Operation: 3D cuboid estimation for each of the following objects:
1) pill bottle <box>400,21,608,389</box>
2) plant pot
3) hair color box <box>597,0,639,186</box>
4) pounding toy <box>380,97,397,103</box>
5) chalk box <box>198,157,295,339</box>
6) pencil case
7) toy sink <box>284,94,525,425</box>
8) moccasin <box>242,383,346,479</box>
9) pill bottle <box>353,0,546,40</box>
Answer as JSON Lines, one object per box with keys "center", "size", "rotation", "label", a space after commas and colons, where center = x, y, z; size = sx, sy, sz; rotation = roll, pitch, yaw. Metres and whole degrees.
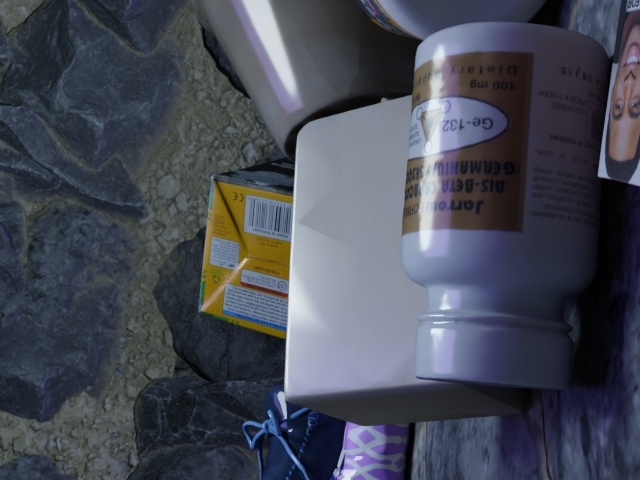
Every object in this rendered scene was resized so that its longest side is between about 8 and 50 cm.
{"center": [0.120, -0.019, 0.789], "size": [0.131, 0.131, 0.229], "rotation": [134, 141, -81], "label": "pill bottle"}
{"center": [0.013, -0.252, 1.447], "size": [0.323, 0.323, 0.280], "rotation": [109, 149, -66], "label": "plant pot"}
{"center": [0.188, -0.099, 0.633], "size": [0.072, 0.043, 0.141], "rotation": [-132, 47, -81], "label": "hair color box"}
{"center": [0.119, -0.073, 1.099], "size": [0.206, 0.094, 0.181], "rotation": [-128, 48, -68], "label": "pounding toy"}
{"center": [0.000, 0.000, 1.489], "size": [0.289, 0.180, 0.179], "rotation": [-20, -59, -62], "label": "chalk box"}
{"center": [0.062, 0.196, 1.375], "size": [0.086, 0.088, 0.206], "rotation": [152, 124, -81], "label": "pencil case"}
{"center": [0.072, 0.021, 0.950], "size": [0.131, 0.153, 0.234], "rotation": [28, -122, -52], "label": "toy sink"}
{"center": [-0.027, 0.222, 1.470], "size": [0.138, 0.117, 0.342], "rotation": [-35, 19, 42], "label": "moccasin"}
{"center": [0.103, -0.255, 1.041], "size": [0.278, 0.162, 0.162], "rotation": [-112, 28, -78], "label": "pill bottle"}
